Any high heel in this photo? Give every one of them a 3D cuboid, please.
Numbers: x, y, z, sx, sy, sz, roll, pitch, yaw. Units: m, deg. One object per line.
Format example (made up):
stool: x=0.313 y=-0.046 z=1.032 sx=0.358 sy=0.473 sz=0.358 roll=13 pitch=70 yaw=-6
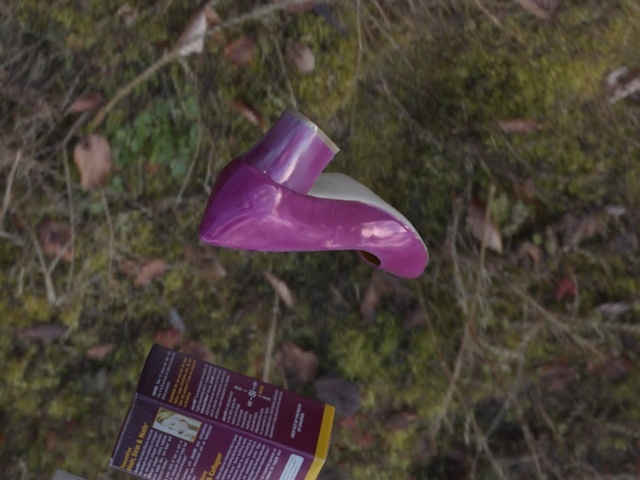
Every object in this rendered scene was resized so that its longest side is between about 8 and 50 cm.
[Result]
high heel: x=0.000 y=0.000 z=1.064 sx=0.117 sy=0.082 sz=0.244 roll=-50 pitch=146 yaw=-3

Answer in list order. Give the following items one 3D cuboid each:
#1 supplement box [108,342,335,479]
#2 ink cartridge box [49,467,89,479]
supplement box: x=-0.093 y=0.187 z=1.297 sx=0.188 sy=0.081 sz=0.104 roll=20 pitch=124 yaw=-5
ink cartridge box: x=-0.193 y=0.364 z=1.144 sx=0.197 sy=0.198 sz=0.270 roll=22 pitch=90 yaw=-6
